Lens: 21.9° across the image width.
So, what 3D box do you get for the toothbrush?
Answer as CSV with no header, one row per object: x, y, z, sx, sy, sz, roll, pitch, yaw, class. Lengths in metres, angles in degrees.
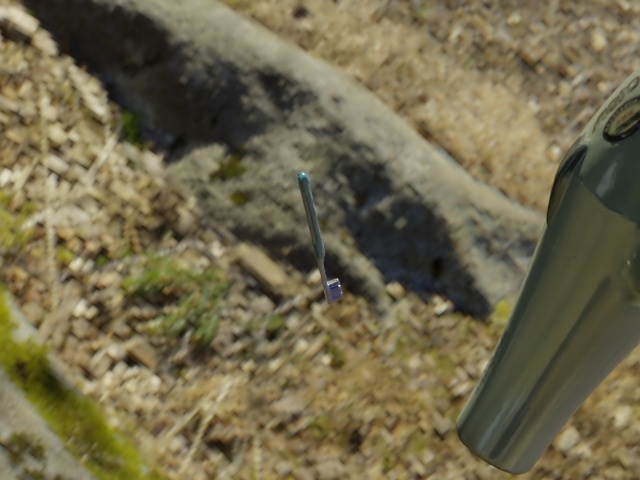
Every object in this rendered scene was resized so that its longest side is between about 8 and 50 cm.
0.000,0.000,1.285,0.014,0.167,0.011,-22,53,-6,toothbrush

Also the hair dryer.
0.126,0.059,0.702,0.092,0.229,0.267,23,43,-13,hair dryer
